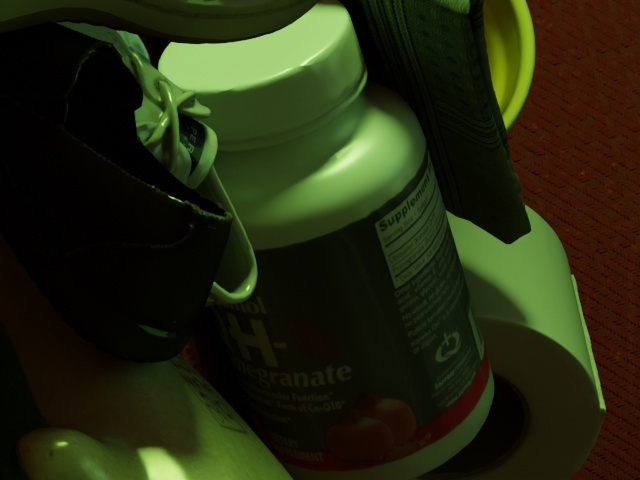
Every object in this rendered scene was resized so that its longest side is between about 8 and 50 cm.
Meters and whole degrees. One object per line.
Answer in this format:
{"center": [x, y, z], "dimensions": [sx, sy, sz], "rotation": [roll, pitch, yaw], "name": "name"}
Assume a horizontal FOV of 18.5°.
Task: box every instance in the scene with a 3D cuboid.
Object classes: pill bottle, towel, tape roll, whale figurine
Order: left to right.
{"center": [-0.093, 0.112, 0.784], "dimensions": [0.272, 0.141, 0.216], "rotation": [53, 5, 14], "name": "whale figurine"}
{"center": [0.000, 0.000, 1.338], "dimensions": [0.176, 0.176, 0.319], "rotation": [-91, 165, -59], "name": "pill bottle"}
{"center": [0.010, -0.148, 1.409], "dimensions": [0.056, 0.312, 0.324], "rotation": [-53, 155, -17], "name": "towel"}
{"center": [0.098, 0.097, 1.624], "dimensions": [0.169, 0.246, 0.246], "rotation": [-95, 169, -50], "name": "tape roll"}

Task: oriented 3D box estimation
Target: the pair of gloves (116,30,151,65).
{"center": [-0.124, -0.079, 1.165], "dimensions": [0.198, 0.023, 0.159], "rotation": [-90, 164, -54], "name": "pair of gloves"}

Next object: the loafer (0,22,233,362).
{"center": [-0.107, -0.054, 0.766], "dimensions": [0.220, 0.078, 0.080], "rotation": [48, 19, 14], "name": "loafer"}

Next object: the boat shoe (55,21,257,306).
{"center": [-0.097, -0.047, 1.001], "dimensions": [0.267, 0.088, 0.096], "rotation": [71, 28, -48], "name": "boat shoe"}

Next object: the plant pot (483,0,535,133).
{"center": [0.060, -0.153, 1.858], "dimensions": [0.239, 0.254, 0.254], "rotation": [110, -31, -78], "name": "plant pot"}

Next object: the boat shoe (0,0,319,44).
{"center": [-0.080, -0.149, 0.751], "dimensions": [0.121, 0.110, 0.341], "rotation": [36, 26, 21], "name": "boat shoe"}
